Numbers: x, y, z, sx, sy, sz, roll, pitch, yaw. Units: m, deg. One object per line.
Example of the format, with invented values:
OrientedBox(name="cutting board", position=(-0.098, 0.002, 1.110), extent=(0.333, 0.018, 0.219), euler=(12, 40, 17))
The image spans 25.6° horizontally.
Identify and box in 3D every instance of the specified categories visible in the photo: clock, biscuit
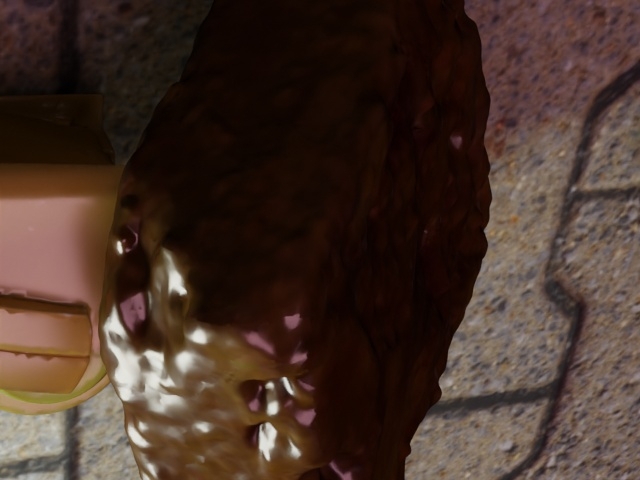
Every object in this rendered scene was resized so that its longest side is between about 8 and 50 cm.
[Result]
OrientedBox(name="clock", position=(-0.290, -0.002, 0.952), extent=(0.317, 0.244, 0.200), euler=(6, 106, -19))
OrientedBox(name="biscuit", position=(0.000, 0.000, 0.965), extent=(0.166, 0.395, 0.343), euler=(10, 142, 17))
